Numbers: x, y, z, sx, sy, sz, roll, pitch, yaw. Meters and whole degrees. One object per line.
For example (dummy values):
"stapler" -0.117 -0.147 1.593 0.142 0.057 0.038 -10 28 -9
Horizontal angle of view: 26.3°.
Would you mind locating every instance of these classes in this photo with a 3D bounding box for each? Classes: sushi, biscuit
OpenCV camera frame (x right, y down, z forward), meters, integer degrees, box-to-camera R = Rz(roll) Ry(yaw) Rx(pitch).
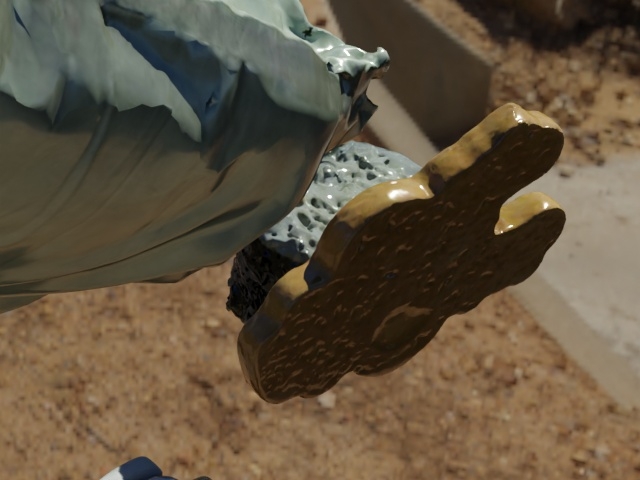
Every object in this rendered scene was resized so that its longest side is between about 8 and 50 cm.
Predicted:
"sushi" 0.000 0.000 1.105 0.147 0.115 0.212 32 36 15
"biscuit" 0.052 0.016 0.824 0.236 0.144 0.040 -31 43 -16

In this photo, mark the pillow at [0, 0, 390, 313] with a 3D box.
"pillow" -0.165 -0.051 0.390 0.283 0.138 0.310 -9 -13 33

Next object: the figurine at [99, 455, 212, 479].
"figurine" -0.067 0.245 1.025 0.236 0.133 0.176 11 5 -32
